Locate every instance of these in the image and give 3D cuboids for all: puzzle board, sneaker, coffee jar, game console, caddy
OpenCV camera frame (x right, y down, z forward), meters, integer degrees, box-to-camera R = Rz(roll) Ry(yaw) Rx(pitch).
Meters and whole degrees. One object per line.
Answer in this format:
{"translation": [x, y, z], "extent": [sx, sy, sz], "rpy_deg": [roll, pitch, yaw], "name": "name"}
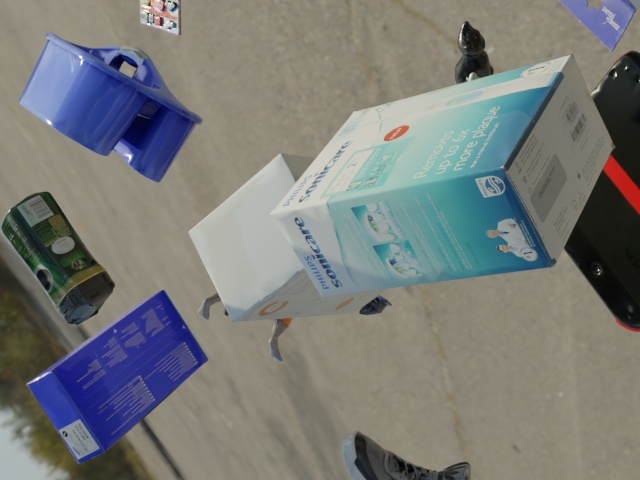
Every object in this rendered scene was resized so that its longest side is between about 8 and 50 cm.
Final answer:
{"translation": [-0.293, -0.430, 1.981], "extent": [0.128, 0.011, 0.096], "rpy_deg": [25, 122, 43], "name": "puzzle board"}
{"translation": [0.163, 0.394, 1.819], "extent": [0.268, 0.153, 0.101], "rpy_deg": [49, -151, -20], "name": "sneaker"}
{"translation": [-0.372, 0.027, 1.556], "extent": [0.184, 0.079, 0.096], "rpy_deg": [53, 141, 7], "name": "coffee jar"}
{"translation": [0.534, -0.073, 1.840], "extent": [0.342, 0.060, 0.386], "rpy_deg": [-55, 53, 35], "name": "game console"}
{"translation": [-0.345, -0.241, 1.825], "extent": [0.241, 0.179, 0.341], "rpy_deg": [28, -177, -43], "name": "caddy"}

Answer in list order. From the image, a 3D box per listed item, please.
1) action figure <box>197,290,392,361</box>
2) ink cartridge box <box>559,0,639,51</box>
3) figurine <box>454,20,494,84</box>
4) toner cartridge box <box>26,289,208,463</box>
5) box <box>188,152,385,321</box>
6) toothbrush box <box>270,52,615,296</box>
{"translation": [-0.039, 0.069, 2.160], "extent": [0.341, 0.330, 0.178], "rpy_deg": [22, 158, 34], "name": "action figure"}
{"translation": [0.474, -0.492, 1.728], "extent": [0.072, 0.307, 0.303], "rpy_deg": [24, -157, -20], "name": "ink cartridge box"}
{"translation": [0.348, -0.353, 2.447], "extent": [0.209, 0.092, 0.215], "rpy_deg": [60, -158, -65], "name": "figurine"}
{"translation": [-0.350, 0.232, 1.942], "extent": [0.075, 0.348, 0.165], "rpy_deg": [-27, 97, 32], "name": "toner cartridge box"}
{"translation": [0.000, 0.000, 1.737], "extent": [0.345, 0.215, 0.168], "rpy_deg": [1, -125, -57], "name": "box"}
{"translation": [0.130, -0.064, 1.165], "extent": [0.295, 0.216, 0.126], "rpy_deg": [-10, 121, 41], "name": "toothbrush box"}
